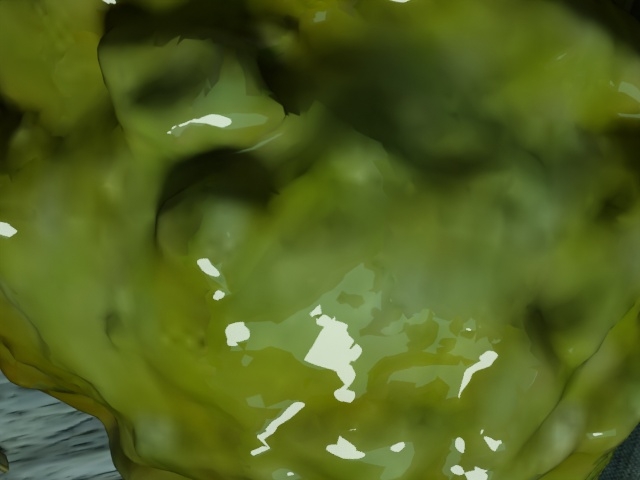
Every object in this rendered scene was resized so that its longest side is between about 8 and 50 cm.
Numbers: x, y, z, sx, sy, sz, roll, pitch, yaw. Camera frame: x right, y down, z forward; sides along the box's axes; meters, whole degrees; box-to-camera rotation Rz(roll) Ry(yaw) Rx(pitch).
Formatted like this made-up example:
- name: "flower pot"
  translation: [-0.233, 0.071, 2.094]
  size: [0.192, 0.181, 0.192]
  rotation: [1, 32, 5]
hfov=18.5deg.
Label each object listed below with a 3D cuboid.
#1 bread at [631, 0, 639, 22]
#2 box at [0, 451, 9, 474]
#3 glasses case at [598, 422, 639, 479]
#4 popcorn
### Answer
- name: "bread"
  translation: [0.151, -0.096, 0.637]
  size: [0.134, 0.081, 0.225]
  rotation: [-11, 156, -4]
- name: "box"
  translation: [-0.192, 0.112, 0.915]
  size: [0.083, 0.012, 0.046]
  rotation: [-21, 153, 11]
- name: "glasses case"
  translation: [0.149, 0.070, 0.841]
  size: [0.131, 0.074, 0.323]
  rotation: [-17, 136, -32]
- name: "popcorn"
  translation: [0.000, 0.000, 0.557]
  size: [0.233, 0.192, 0.266]
  rotation: [4, 161, 40]
